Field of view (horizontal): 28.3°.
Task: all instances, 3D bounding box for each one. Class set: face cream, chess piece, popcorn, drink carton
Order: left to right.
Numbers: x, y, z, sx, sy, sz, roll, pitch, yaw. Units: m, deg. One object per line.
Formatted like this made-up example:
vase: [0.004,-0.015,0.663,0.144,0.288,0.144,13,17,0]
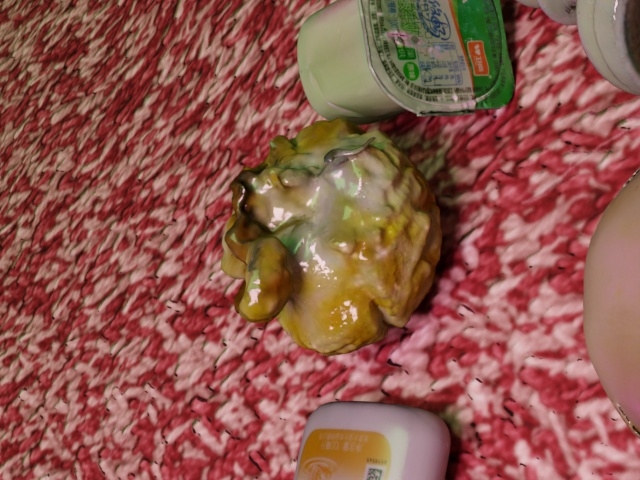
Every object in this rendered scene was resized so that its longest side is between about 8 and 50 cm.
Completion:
popcorn: [0.000,0.000,1.024,0.198,0.212,0.198,22,120,44]
face cream: [0.017,0.267,0.952,0.144,0.071,0.291,-4,68,48]
drink carton: [0.058,-0.164,1.077,0.142,0.144,0.146,-13,84,57]
chess piece: [0.205,-0.198,0.964,0.139,0.139,0.271,-60,28,6]

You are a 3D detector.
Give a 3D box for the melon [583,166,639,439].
melon: [0.281,0.031,0.657,0.317,0.223,0.223,-6,66,46]
